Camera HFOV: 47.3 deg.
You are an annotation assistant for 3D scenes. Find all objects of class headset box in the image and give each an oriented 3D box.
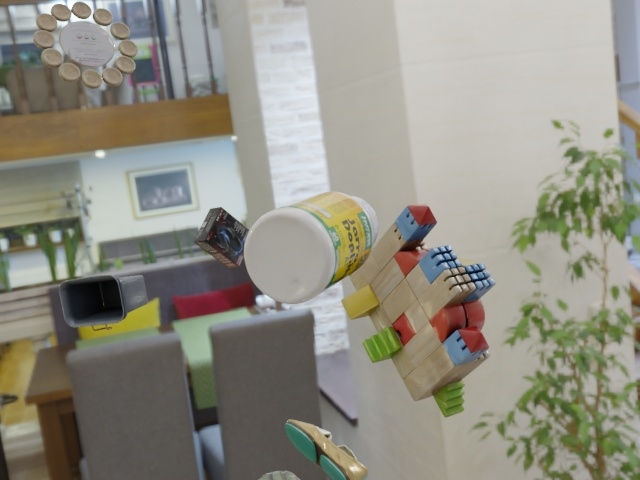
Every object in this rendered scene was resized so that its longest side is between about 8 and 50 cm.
[{"bbox_3d":[-0.143,-0.002,1.113,0.032,0.062,0.083,-6,-38,47],"label":"headset box"}]

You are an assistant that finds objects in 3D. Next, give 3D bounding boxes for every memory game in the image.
[{"bbox_3d":[-0.421,-0.353,1.321,0.186,0.186,0.012,-12,-16,-34],"label":"memory game"}]

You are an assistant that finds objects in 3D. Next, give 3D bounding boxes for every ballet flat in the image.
[{"bbox_3d":[0.014,0.463,1.606,0.073,0.080,0.232,-21,39,-34],"label":"ballet flat"}]

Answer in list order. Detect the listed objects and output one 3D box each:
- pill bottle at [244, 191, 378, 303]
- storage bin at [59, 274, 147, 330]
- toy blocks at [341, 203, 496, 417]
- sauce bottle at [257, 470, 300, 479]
[{"bbox_3d":[0.000,0.000,0.943,0.117,0.118,0.208,-4,10,25],"label":"pill bottle"},{"bbox_3d":[-0.377,0.106,1.301,0.135,0.098,0.091,-8,4,26],"label":"storage bin"},{"bbox_3d":[0.209,0.110,1.379,0.190,0.381,0.261,-7,-32,-35],"label":"toy blocks"},{"bbox_3d":[-0.002,0.489,1.125,0.111,0.344,0.111,-19,35,14],"label":"sauce bottle"}]
